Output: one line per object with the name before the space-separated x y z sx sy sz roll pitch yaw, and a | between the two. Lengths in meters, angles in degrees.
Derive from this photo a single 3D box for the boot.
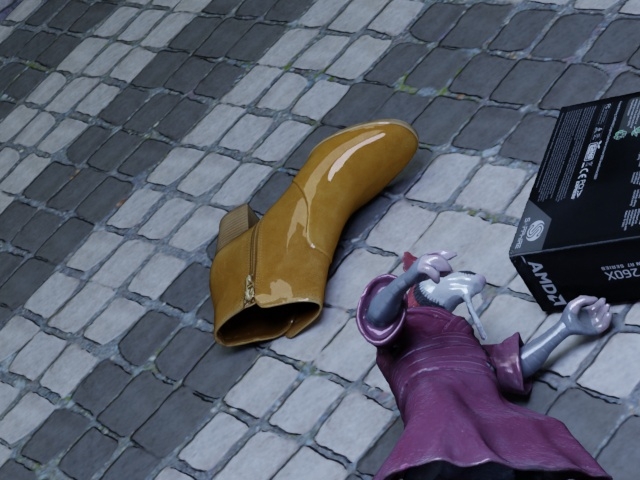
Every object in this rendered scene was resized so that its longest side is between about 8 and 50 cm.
boot | -0.001 0.000 1.924 0.295 0.104 0.211 -30 37 19

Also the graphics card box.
graphics card box | 0.385 -0.059 1.628 0.371 0.094 0.233 -9 41 34

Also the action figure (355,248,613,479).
action figure | 0.125 0.154 1.559 0.276 0.248 0.370 -54 27 23
